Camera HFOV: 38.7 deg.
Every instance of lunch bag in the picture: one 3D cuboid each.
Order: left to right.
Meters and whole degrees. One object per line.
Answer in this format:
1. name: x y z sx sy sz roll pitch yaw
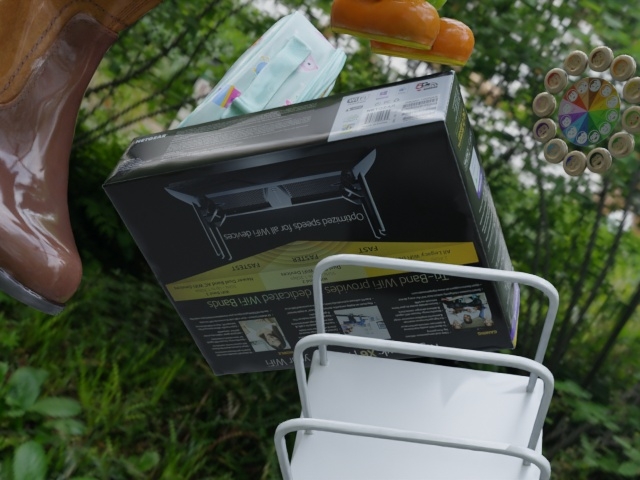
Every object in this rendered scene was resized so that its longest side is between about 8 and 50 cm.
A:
1. lunch bag: -0.094 -0.127 1.047 0.108 0.279 0.224 42 -36 -11

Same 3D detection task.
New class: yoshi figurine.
1. yoshi figurine: 0.135 -0.345 0.823 0.203 0.362 0.203 7 7 -23

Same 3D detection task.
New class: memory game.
1. memory game: 0.378 -0.183 1.288 0.012 0.186 0.186 4 25 -43

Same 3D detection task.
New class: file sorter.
1. file sorter: 0.062 0.172 0.626 0.192 0.278 0.173 6 -36 8

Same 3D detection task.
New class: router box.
1. router box: 0.000 0.000 0.813 0.081 0.308 0.243 -72 146 -48

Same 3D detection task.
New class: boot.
1. boot: -0.125 -0.124 0.562 0.096 0.280 0.264 45 11 -53
